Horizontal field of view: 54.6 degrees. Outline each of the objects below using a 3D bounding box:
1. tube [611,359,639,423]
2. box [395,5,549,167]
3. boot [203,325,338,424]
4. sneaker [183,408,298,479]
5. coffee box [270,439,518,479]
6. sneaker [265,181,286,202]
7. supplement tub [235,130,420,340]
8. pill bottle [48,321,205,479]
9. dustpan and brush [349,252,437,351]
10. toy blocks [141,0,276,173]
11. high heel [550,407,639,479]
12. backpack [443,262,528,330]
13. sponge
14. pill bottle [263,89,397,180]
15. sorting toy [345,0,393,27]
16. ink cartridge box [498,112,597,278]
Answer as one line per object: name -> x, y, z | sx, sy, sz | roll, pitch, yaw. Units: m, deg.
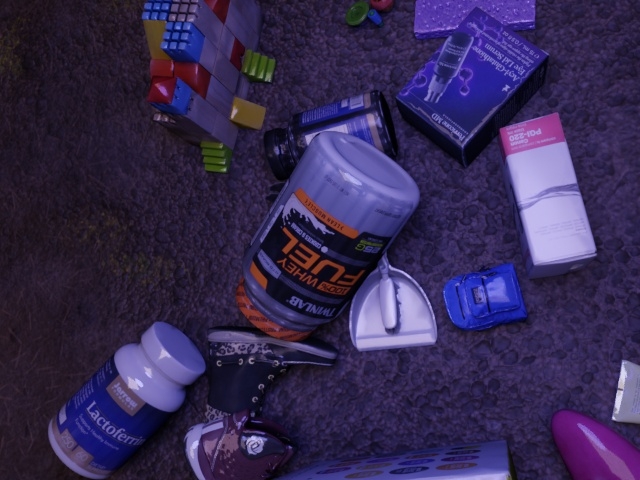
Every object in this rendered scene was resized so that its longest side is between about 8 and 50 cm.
tube -> 0.556, 0.244, 0.889 | 0.240, 0.062, 0.070 | 10, 39, 23
box -> 0.254, -0.255, 1.046 | 0.153, 0.108, 0.207 | 42, 93, 19
boot -> -0.092, 0.247, 1.076 | 0.237, 0.085, 0.178 | 6, 88, 14
sneaker -> -0.092, 0.402, 1.007 | 0.163, 0.106, 0.281 | -27, 96, 2
coffee box -> 0.120, 0.471, 0.826 | 0.335, 0.338, 0.338 | -11, 76, 14
sneaker -> -0.008, -0.066, 1.119 | 0.170, 0.089, 0.051 | 25, 58, -13
supplement tub -> 0.000, 0.000, 0.997 | 0.193, 0.194, 0.316 | 42, 116, 20
pill bottle -> -0.338, 0.279, 1.102 | 0.264, 0.153, 0.153 | -46, 71, 4
dustpan and brush -> 0.112, 0.076, 1.051 | 0.147, 0.060, 0.211 | -8, 77, 16
toy blocks -> -0.222, -0.345, 1.129 | 0.191, 0.261, 0.381 | 10, 82, 19
high heel -> 0.413, 0.416, 0.823 | 0.181, 0.127, 0.377 | -27, 70, -33
backpack -> 0.256, 0.089, 0.985 | 0.120, 0.101, 0.097 | -15, 69, 18
sponge -> 0.277, -0.429, 1.113 | 0.210, 0.031, 0.117 | 1, 80, 18
pill bottle -> 0.017, -0.178, 1.096 | 0.219, 0.123, 0.122 | -13, 76, 15
sorting toy -> 0.100, -0.429, 1.168 | 0.102, 0.042, 0.061 | -29, 57, 22
ink cartridge box -> 0.342, -0.060, 0.954 | 0.092, 0.158, 0.217 | -15, 75, 12
